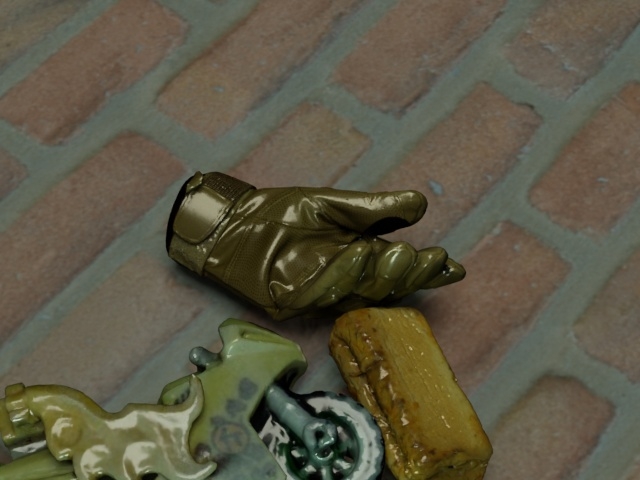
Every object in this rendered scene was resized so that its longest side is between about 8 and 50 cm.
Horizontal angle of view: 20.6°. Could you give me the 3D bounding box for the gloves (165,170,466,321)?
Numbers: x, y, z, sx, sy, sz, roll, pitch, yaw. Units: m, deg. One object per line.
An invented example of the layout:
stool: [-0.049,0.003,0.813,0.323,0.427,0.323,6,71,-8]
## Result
gloves: [-0.002,0.013,1.892,0.331,0.141,0.154,15,31,21]

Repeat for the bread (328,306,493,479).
bread: [0.090,0.163,1.809,0.114,0.083,0.211,2,47,-36]

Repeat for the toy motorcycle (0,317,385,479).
toy motorcycle: [-0.151,0.211,1.738,0.410,0.169,0.237,-18,56,-12]
